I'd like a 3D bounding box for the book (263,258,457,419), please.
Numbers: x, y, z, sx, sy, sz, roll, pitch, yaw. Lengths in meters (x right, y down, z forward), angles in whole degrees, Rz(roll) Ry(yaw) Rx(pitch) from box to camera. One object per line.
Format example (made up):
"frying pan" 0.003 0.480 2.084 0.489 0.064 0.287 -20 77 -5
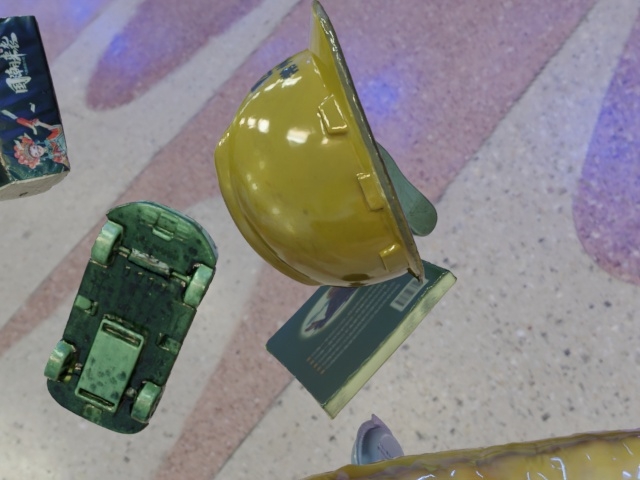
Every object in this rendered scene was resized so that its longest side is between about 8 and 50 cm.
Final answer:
"book" 0.049 0.119 1.514 0.260 0.043 0.371 -47 16 -5

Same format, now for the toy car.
"toy car" -0.213 0.082 1.167 0.125 0.136 0.305 -65 0 -66

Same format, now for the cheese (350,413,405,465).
"cheese" 0.088 0.370 1.499 0.052 0.135 0.244 -26 34 27

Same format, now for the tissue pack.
"tissue pack" -0.321 -0.132 1.017 0.091 0.170 0.103 -15 -1 -37

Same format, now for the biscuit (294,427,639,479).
"biscuit" 0.072 0.358 0.643 0.447 0.104 0.429 -6 79 -9

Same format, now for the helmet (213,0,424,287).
"helmet" -0.015 -0.057 0.848 0.140 0.256 0.205 -24 20 3

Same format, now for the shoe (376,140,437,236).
"shoe" 0.090 -0.075 1.499 0.078 0.195 0.079 -23 30 58
